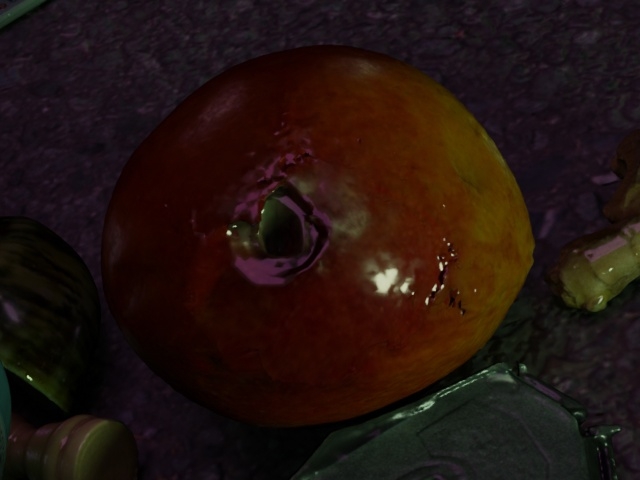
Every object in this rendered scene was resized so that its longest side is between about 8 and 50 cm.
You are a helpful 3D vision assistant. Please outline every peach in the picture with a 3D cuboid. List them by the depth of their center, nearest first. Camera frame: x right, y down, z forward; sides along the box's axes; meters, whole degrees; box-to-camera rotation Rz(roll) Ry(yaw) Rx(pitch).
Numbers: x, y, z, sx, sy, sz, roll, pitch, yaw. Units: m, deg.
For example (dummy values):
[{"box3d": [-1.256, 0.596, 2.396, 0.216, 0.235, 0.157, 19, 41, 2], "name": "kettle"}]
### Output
[{"box3d": [0.000, 0.000, 1.222, 0.281, 0.238, 0.281, 5, 9, -1], "name": "peach"}]

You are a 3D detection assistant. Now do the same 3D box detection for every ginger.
[{"box3d": [0.212, -0.025, 1.300, 0.165, 0.067, 0.096, -29, 66, -7], "name": "ginger"}]

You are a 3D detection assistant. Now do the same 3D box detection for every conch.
[{"box3d": [-0.239, 0.035, 1.360, 0.187, 0.181, 0.124, 175, 115, -75], "name": "conch"}]

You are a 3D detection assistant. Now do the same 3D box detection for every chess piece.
[{"box3d": [-0.185, 0.142, 1.307, 0.122, 0.066, 0.066, 5, 50, 35], "name": "chess piece"}]

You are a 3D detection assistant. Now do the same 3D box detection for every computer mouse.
[{"box3d": [0.073, 0.159, 1.180, 0.231, 0.071, 0.126, -25, 56, -15], "name": "computer mouse"}]

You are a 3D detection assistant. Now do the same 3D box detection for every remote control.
[{"box3d": [-0.262, -0.209, 1.707, 0.124, 0.018, 0.053, -33, 44, -11], "name": "remote control"}]

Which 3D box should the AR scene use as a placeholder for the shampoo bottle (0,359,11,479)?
[{"box3d": [-0.360, 0.196, 1.128, 0.331, 0.331, 0.342, -8, 44, 15], "name": "shampoo bottle"}]
